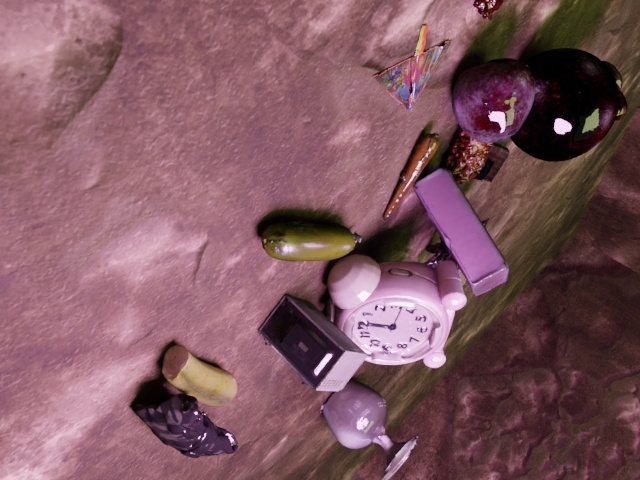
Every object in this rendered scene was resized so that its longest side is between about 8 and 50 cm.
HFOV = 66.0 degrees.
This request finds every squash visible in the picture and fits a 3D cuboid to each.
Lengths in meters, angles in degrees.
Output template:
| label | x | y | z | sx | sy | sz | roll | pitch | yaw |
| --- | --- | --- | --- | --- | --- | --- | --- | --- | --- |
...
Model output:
| label | x | y | z | sx | sy | sz | roll | pitch | yaw |
| --- | --- | --- | --- | --- | --- | --- | --- | --- | --- |
| squash | -0.247 | 0.285 | 1.020 | 0.083 | 0.083 | 0.250 | -45 | 147 | -10 |
| squash | 0.000 | 0.002 | 1.034 | 0.331 | 0.087 | 0.087 | 1 | 123 | -56 |

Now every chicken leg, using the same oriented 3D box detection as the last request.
| label | x | y | z | sx | sy | sz | roll | pitch | yaw |
| --- | --- | --- | --- | --- | --- | --- | --- | --- | --- |
| chicken leg | 0.330 | -0.520 | 0.941 | 0.089 | 0.048 | 0.219 | -45 | 150 | -16 |

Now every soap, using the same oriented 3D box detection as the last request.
| label | x | y | z | sx | sy | sz | roll | pitch | yaw |
| --- | --- | --- | --- | --- | --- | --- | --- | --- | --- |
| soap | 0.365 | -0.015 | 1.264 | 0.107 | 0.296 | 0.285 | -31 | 159 | 11 |

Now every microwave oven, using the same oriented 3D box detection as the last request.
| label | x | y | z | sx | sy | sz | roll | pitch | yaw |
| --- | --- | --- | --- | --- | --- | --- | --- | --- | --- |
| microwave oven | -0.021 | 0.245 | 1.151 | 0.129 | 0.205 | 0.163 | -54 | 149 | 4 |

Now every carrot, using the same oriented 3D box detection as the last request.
| label | x | y | z | sx | sy | sz | roll | pitch | yaw |
| --- | --- | --- | --- | --- | --- | --- | --- | --- | --- |
| carrot | 0.214 | -0.151 | 1.203 | 0.049 | 0.049 | 0.254 | -10 | 136 | -49 |

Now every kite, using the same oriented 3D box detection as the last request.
| label | x | y | z | sx | sy | sz | roll | pitch | yaw |
| --- | --- | --- | --- | --- | --- | --- | --- | --- | --- |
| kite | 0.185 | -0.335 | 0.984 | 0.241 | 0.014 | 0.183 | -29 | 143 | -32 |

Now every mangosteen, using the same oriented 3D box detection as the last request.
| label | x | y | z | sx | sy | sz | roll | pitch | yaw |
| --- | --- | --- | --- | --- | --- | --- | --- | --- | --- |
| mangosteen | 0.644 | -0.348 | 1.301 | 0.314 | 0.297 | 0.296 | 11 | 121 | -14 |

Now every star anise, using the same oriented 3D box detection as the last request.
| label | x | y | z | sx | sy | sz | roll | pitch | yaw |
| --- | --- | --- | --- | --- | --- | --- | --- | --- | --- |
| star anise | 0.401 | 0.016 | 1.510 | 0.283 | 0.129 | 0.212 | 170 | -60 | -79 |

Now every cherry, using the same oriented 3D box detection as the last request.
| label | x | y | z | sx | sy | sz | roll | pitch | yaw |
| --- | --- | --- | --- | --- | --- | --- | --- | --- | --- |
| cherry | 0.393 | -0.319 | 1.122 | 0.195 | 0.195 | 0.195 | -34 | 147 | -27 |

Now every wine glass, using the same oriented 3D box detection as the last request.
| label | x | y | z | sx | sy | sz | roll | pitch | yaw |
| --- | --- | --- | --- | --- | --- | --- | --- | --- | --- |
| wine glass | 0.169 | 0.670 | 1.770 | 0.238 | 0.323 | 0.238 | -33 | 144 | -28 |

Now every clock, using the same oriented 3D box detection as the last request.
| label | x | y | z | sx | sy | sz | roll | pitch | yaw |
| --- | --- | --- | --- | --- | --- | --- | --- | --- | --- |
| clock | 0.172 | 0.185 | 1.272 | 0.326 | 0.184 | 0.342 | 0 | 124 | -4 |

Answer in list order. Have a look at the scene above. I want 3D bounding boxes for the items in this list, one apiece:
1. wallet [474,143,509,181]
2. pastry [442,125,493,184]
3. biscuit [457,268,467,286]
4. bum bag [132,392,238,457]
| label | x | y | z | sx | sy | sz | roll | pitch | yaw |
| --- | --- | --- | --- | --- | --- | --- | --- | --- | --- |
| wallet | 0.503 | -0.240 | 1.498 | 0.230 | 0.042 | 0.124 | -4 | 124 | -55 |
| pastry | 0.393 | -0.240 | 1.298 | 0.115 | 0.097 | 0.208 | -11 | 134 | -35 |
| biscuit | 0.513 | 0.229 | 2.027 | 0.250 | 0.046 | 0.147 | -46 | 149 | -8 |
| bum bag | -0.282 | 0.404 | 1.051 | 0.340 | 0.144 | 0.095 | 78 | 14 | -55 |
